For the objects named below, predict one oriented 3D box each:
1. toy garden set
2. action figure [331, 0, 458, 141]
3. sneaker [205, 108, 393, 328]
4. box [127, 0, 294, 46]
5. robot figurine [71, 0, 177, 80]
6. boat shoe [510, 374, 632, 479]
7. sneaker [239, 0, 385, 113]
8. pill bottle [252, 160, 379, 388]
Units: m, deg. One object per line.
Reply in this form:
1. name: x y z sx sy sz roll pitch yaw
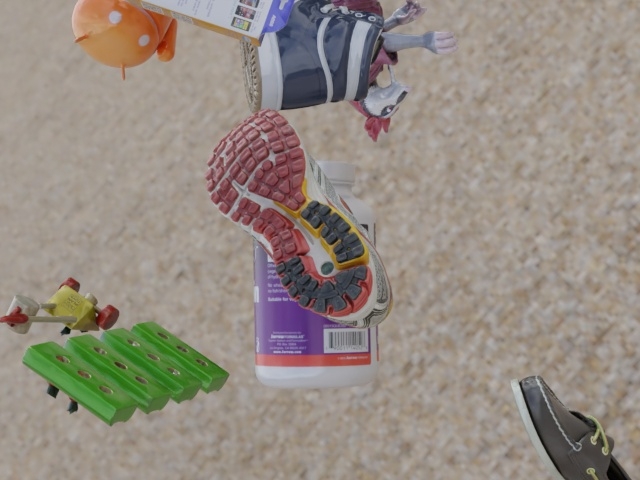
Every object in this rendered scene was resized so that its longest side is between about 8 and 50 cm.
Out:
1. toy garden set: -0.231 0.115 1.375 0.049 0.204 0.244 -62 -18 12
2. action figure: 0.027 -0.314 1.878 0.276 0.370 0.248 -10 4 -5
3. sneaker: -0.018 -0.013 1.088 0.088 0.093 0.225 -36 55 9
4. box: -0.086 -0.217 1.145 0.028 0.136 0.081 98 -169 -83
5. robot figurine: -0.259 -0.325 1.871 0.158 0.128 0.219 85 -158 -58
6. boat shoe: 0.260 0.213 1.357 0.069 0.227 0.081 -26 27 15
7. sneaker: -0.015 -0.269 1.527 0.099 0.153 0.282 108 157 -65
8. pill bottle: -0.008 0.051 1.993 0.181 0.181 0.323 -7 84 60
